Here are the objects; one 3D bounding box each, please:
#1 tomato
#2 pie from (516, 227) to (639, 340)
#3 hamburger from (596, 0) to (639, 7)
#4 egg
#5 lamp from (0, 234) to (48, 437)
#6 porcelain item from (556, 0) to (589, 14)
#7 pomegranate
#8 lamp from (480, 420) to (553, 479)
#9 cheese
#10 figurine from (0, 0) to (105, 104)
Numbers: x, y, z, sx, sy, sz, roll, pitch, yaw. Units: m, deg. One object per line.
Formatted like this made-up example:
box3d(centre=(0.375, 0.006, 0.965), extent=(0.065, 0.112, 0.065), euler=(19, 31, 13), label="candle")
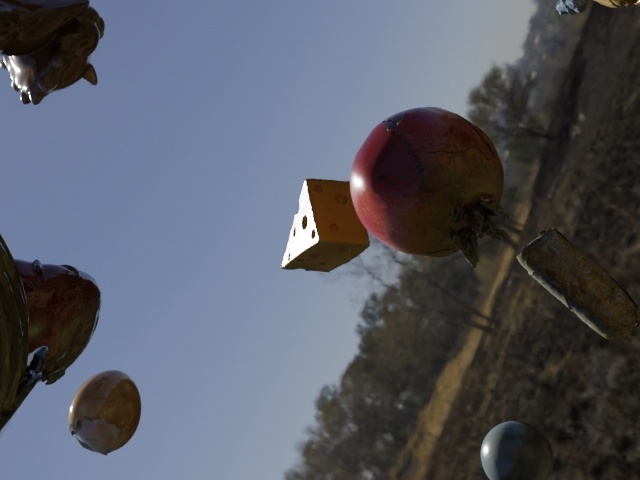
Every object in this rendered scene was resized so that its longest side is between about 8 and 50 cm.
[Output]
box3d(centre=(-0.577, 0.153, 1.853), extent=(0.303, 0.304, 0.238), euler=(44, -124, -80), label="tomato")
box3d(centre=(0.523, 0.083, 1.942), extent=(0.129, 0.282, 0.068), euler=(-34, -30, -17), label="pie")
box3d(centre=(0.395, -0.421, 1.232), extent=(0.163, 0.244, 0.244), euler=(-14, -48, -38), label="hamburger")
box3d(centre=(-0.242, 0.191, 1.089), extent=(0.096, 0.080, 0.080), euler=(-72, -2, -57), label="egg")
box3d(centre=(-0.285, 0.065, 0.512), extent=(0.284, 0.250, 0.250), euler=(-97, 26, -76), label="lamp")
box3d(centre=(0.379, -0.356, 1.446), extent=(0.028, 0.036, 0.083), euler=(-51, 5, 5), label="porcelain item")
box3d(centre=(0.152, -0.071, 1.305), extent=(0.210, 0.235, 0.210), euler=(-27, -36, -22), label="pomegranate")
box3d(centre=(0.285, 0.315, 1.391), extent=(0.105, 0.105, 0.105), euler=(21, -90, -81), label="lamp")
box3d(centre=(0.000, 0.000, 1.589), extent=(0.171, 0.093, 0.126), euler=(120, 145, -50), label="cheese")
box3d(centre=(-0.425, -0.277, 1.348), extent=(0.247, 0.177, 0.173), euler=(-35, -27, -42), label="figurine")
